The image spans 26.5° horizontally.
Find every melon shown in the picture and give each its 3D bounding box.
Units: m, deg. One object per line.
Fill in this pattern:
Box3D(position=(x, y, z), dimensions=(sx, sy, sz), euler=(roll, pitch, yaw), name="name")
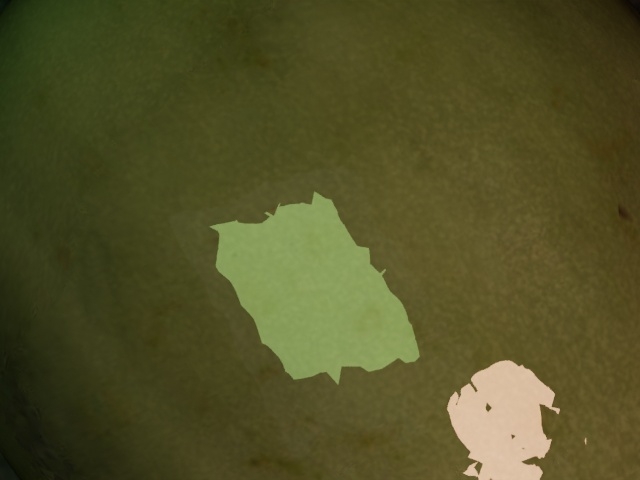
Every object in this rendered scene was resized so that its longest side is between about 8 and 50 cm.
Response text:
Box3D(position=(0.009, 0.013, 0.460), dimensions=(0.272, 0.272, 0.308), euler=(-21, 91, 14), name="melon")
